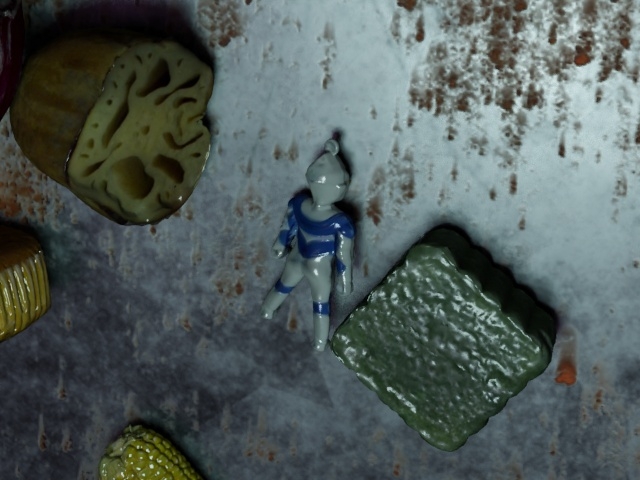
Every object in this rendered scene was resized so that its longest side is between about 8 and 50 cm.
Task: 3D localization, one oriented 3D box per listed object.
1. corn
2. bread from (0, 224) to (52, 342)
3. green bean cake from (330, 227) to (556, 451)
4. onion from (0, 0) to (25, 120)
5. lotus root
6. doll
[{"bbox_3d":[-0.152,0.324,2.003,0.260,0.091,0.091,51,144,-14],"label":"corn"},{"bbox_3d":[-0.396,0.047,1.893,0.199,0.199,0.104,2,110,15],"label":"bread"},{"bbox_3d":[0.129,0.101,1.821,0.185,0.094,0.183,41,118,-4],"label":"green bean cake"},{"bbox_3d":[-0.420,-0.199,1.725,0.282,0.336,0.260,-37,110,9],"label":"onion"},{"bbox_3d":[-0.225,-0.131,1.804,0.180,0.199,0.188,24,82,40],"label":"lotus root"},{"bbox_3d":[0.000,0.000,1.831,0.114,0.057,0.227,32,124,34],"label":"doll"}]
